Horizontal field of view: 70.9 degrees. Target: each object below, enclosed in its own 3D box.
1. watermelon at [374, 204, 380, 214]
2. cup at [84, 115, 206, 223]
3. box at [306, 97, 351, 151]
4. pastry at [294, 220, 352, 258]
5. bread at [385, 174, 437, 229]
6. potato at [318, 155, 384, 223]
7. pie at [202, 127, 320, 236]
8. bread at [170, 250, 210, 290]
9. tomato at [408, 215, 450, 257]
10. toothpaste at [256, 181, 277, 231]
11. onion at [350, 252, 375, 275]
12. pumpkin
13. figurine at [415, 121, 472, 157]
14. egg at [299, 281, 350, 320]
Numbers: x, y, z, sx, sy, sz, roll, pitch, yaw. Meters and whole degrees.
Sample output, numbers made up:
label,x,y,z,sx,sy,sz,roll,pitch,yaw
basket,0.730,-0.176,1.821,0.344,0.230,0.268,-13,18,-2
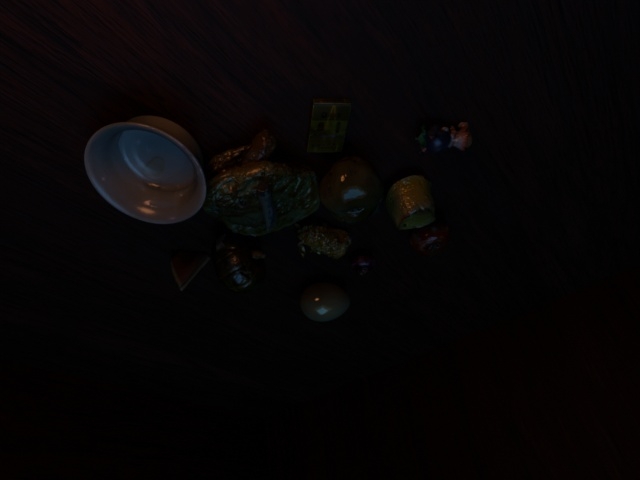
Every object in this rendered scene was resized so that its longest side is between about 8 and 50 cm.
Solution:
label,x,y,z,sx,sy,sz,roll,pitch,yaw
watermelon,0.203,-0.137,1.785,0.061,0.085,0.085,16,157,34
cup,-0.494,-0.230,1.344,0.346,0.163,0.347,2,132,2
box,0.023,-0.366,1.446,0.121,0.030,0.193,-3,143,-11
pastry,0.000,0.000,1.851,0.249,0.102,0.154,16,132,-34
bread,0.343,-0.142,1.707,0.197,0.171,0.197,-14,155,-7
potato,0.115,-0.164,1.604,0.218,0.203,0.351,-31,154,4
pie,-0.206,-0.151,1.546,0.395,0.181,0.418,-26,146,16
bread,-0.550,0.104,1.835,0.119,0.192,0.067,35,139,2
tomato,0.462,-0.021,1.907,0.186,0.151,0.187,-7,137,-7
toothpaste,-0.168,-0.104,1.434,0.039,0.062,0.239,30,157,16
onion,0.192,0.108,2.042,0.115,0.105,0.115,4,156,2
pumpkin,-0.300,0.080,1.752,0.189,0.260,0.260,-26,141,17
figurine,0.418,-0.348,1.513,0.194,0.102,0.112,-5,139,-8
egg,0.024,0.295,2.168,0.253,0.189,0.189,2,141,-23
